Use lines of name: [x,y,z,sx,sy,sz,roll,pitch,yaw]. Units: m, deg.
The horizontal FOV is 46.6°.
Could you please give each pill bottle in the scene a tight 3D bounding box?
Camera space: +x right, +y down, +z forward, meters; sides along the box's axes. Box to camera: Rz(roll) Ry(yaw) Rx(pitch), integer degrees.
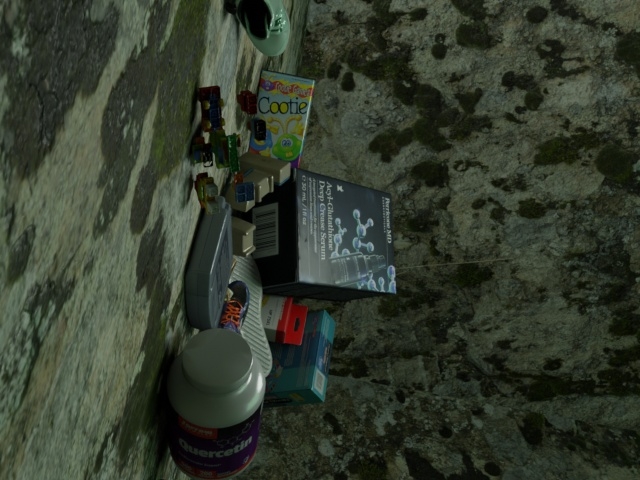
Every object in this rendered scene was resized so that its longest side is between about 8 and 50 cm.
pill bottle: [-0.200,0.312,1.412,0.323,0.181,0.181,100,0,-46]

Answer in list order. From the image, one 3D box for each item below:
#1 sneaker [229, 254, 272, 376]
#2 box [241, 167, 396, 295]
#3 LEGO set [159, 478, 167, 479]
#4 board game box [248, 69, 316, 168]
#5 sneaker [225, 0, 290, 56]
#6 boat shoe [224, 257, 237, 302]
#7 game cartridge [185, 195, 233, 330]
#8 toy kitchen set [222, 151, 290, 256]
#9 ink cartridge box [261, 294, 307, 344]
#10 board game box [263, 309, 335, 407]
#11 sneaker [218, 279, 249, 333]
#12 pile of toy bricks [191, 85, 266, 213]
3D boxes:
sneaker: [-0.215,0.185,1.832,0.126,0.127,0.321,-8,90,-51]
box: [0.000,0.000,2.001,0.212,0.395,0.293,-12,-105,42]
LEGO set: [-0.314,0.581,1.383,0.182,0.060,0.244,106,-5,-49]
board game box: [-0.106,-0.312,2.018,0.144,0.142,0.275,-81,-179,-77]
sneaker: [-0.113,-0.392,1.348,0.256,0.094,0.151,80,12,-61]
boat shoe: [-0.225,0.113,1.672,0.063,0.059,0.170,101,-1,-76]
game cartridge: [-0.221,0.065,1.490,0.294,0.060,0.196,100,-3,-61]
toy kitchen set: [-0.172,-0.085,1.736,0.207,0.122,0.166,-45,145,-51]
ink cartridge box: [-0.154,0.199,2.050,0.078,0.231,0.134,99,1,-55]
board game box: [-0.136,0.344,2.107,0.079,0.336,0.254,53,35,-41]
sneaker: [-0.210,0.197,1.700,0.087,0.083,0.221,-17,-125,66]
pile of toy bricks: [-0.163,-0.160,1.230,0.105,0.118,0.212,41,-43,52]
